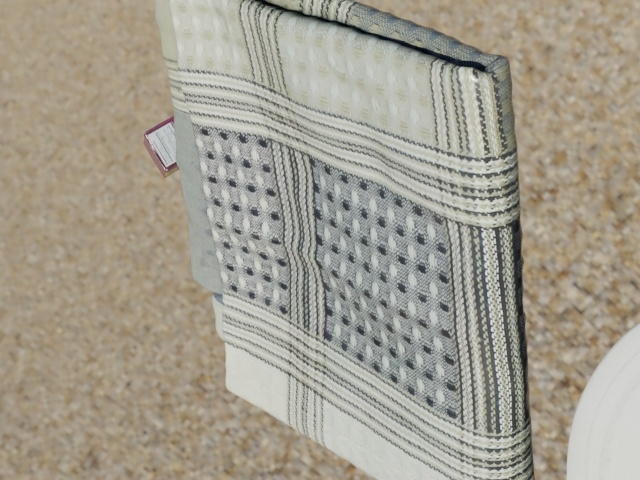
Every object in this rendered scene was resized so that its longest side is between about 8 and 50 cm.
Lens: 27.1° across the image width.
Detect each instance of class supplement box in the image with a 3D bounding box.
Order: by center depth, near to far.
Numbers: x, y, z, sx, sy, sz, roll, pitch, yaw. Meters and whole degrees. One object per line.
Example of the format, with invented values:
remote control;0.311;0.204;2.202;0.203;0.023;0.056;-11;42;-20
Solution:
supplement box;-0.123;-0.101;1.265;0.083;0.043;0.055;-31;1;-9

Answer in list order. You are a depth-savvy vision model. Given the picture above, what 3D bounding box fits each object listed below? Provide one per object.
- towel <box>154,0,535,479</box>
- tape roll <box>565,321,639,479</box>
towel;0.000;0.000;0.808;0.056;0.312;0.324;-25;33;-29
tape roll;0.277;0.119;0.719;0.246;0.246;0.169;-24;0;36
